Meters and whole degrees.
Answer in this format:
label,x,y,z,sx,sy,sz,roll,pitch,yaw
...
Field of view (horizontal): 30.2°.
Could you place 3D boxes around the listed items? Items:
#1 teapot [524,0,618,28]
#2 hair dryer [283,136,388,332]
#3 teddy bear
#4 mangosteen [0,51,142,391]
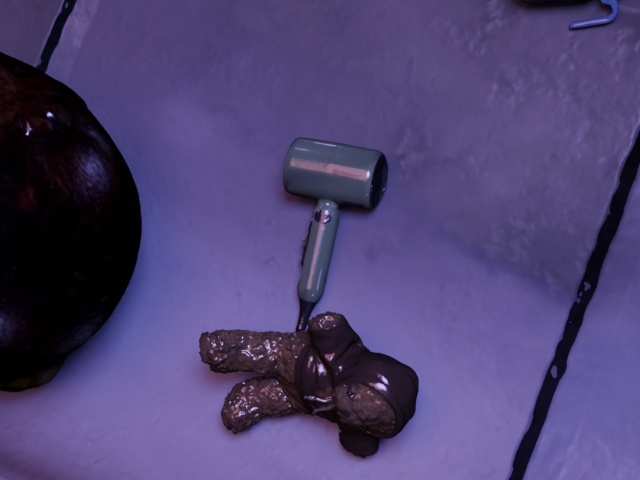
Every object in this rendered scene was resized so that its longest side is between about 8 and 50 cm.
label,x,y,z,sx,sy,sz,roll,pitch,yaw
teapot,0.183,-0.194,0.873,0.083,0.049,0.064,1,77,17
hair dryer,0.000,0.000,0.890,0.071,0.047,0.150,12,87,19
teddy bear,0.001,0.098,0.848,0.160,0.078,0.119,4,121,31
mangosteen,-0.276,-0.008,0.877,0.287,0.287,0.233,-6,66,16
